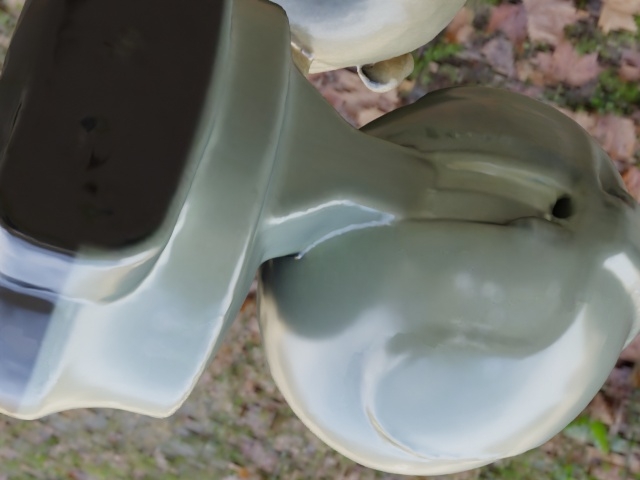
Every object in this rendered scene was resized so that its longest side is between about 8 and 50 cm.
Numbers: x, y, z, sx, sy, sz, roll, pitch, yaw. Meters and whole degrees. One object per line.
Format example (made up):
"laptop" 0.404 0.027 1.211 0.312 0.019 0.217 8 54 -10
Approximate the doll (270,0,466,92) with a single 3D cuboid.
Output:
"doll" -0.025 -0.275 0.919 0.350 0.247 0.247 64 157 19

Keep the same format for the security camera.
"security camera" 0.000 0.000 0.509 0.277 0.197 0.191 16 149 -13
